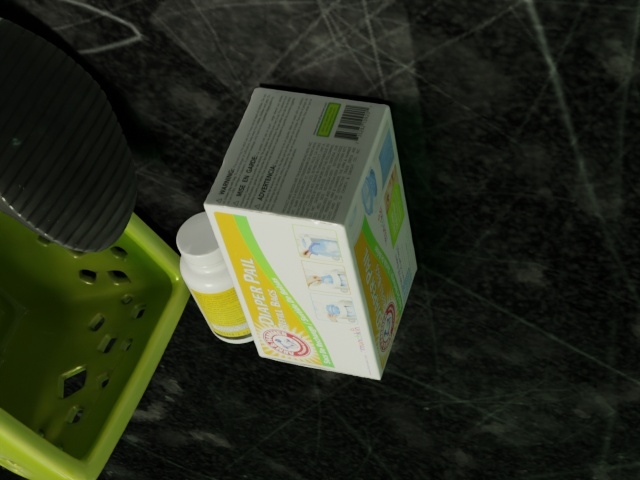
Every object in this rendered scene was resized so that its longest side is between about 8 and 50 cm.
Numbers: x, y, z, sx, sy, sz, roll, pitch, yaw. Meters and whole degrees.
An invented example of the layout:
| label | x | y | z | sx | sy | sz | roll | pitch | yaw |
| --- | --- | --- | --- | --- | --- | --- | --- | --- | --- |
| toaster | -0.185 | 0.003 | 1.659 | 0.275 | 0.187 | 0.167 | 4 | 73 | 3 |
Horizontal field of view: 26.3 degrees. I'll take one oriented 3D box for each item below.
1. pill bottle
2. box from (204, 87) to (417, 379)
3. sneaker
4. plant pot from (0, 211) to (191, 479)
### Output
| label | x | y | z | sx | sy | sz | roll | pitch | yaw |
| --- | --- | --- | --- | --- | --- | --- | --- | --- | --- |
| pill bottle | -0.080 | 0.030 | 1.147 | 0.065 | 0.065 | 0.116 | 5 | 145 | 22 |
| box | 0.000 | 0.000 | 1.016 | 0.103 | 0.114 | 0.203 | 9 | 147 | 18 |
| sneaker | -0.280 | -0.112 | 1.023 | 0.330 | 0.122 | 0.146 | 44 | 152 | -24 |
| plant pot | -0.281 | 0.063 | 1.165 | 0.207 | 0.228 | 0.227 | -11 | 134 | 46 |
